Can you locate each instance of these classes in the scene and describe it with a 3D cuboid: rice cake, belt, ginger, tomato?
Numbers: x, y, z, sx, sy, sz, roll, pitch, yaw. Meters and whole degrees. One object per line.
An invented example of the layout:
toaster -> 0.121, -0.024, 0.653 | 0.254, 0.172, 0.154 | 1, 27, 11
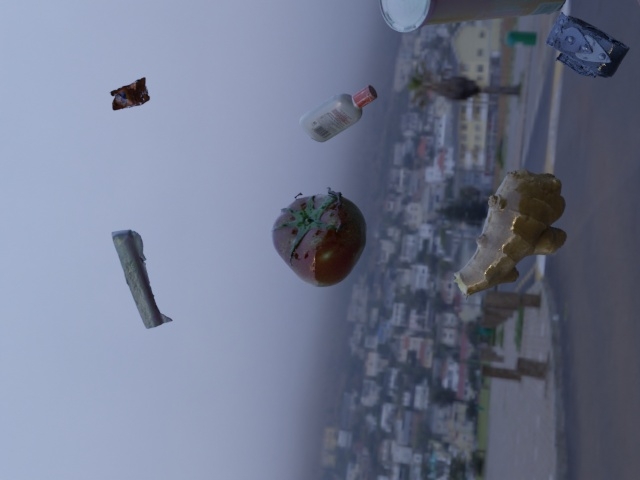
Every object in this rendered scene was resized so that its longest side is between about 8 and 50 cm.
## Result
rice cake -> -0.451, 0.098, 2.028 | 0.051, 0.081, 0.290 | -98, -5, -63
belt -> 0.730, -0.519, 2.202 | 0.122, 0.218, 0.128 | 3, -58, -39
ginger -> 0.506, -0.011, 2.111 | 0.166, 0.236, 0.375 | 62, 139, 40
tomato -> 0.000, 0.000, 2.543 | 0.239, 0.304, 0.303 | 60, -145, -48

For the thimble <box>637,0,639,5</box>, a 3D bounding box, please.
thimble -> 0.642, -0.487, 1.311 | 0.350, 0.350, 0.230 | -69, 5, -53

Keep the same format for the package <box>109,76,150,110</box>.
package -> -0.502, -0.384, 2.121 | 0.033, 0.111, 0.077 | 35, 141, 51

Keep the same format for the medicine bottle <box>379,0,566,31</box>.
medicine bottle -> 0.282, -0.430, 1.404 | 0.426, 0.108, 0.108 | -18, -63, -42

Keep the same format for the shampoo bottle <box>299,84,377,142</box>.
shampoo bottle -> 0.054, -0.345, 2.159 | 0.108, 0.221, 0.051 | 37, -143, -36
